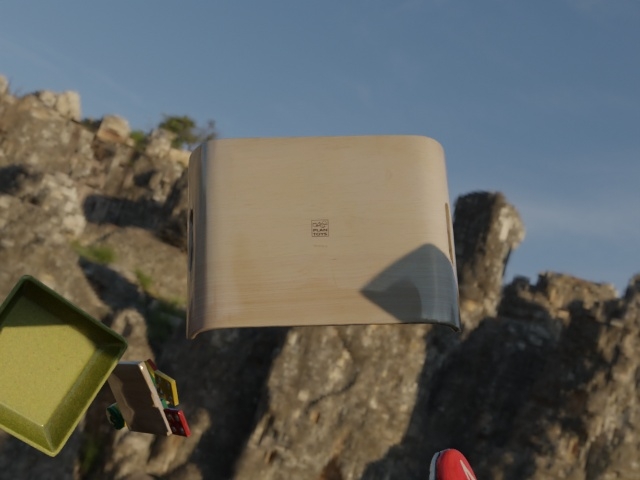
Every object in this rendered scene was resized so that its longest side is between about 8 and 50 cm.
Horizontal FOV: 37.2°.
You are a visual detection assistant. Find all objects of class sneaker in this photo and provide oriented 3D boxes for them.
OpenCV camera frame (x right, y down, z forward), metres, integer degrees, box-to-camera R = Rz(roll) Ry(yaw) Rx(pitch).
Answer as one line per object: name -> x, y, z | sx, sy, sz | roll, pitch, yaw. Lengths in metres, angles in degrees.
sneaker -> 0.263, 0.438, 1.464 | 0.107, 0.279, 0.118 | 12, -46, -42

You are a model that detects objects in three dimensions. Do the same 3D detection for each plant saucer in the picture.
plant saucer -> -0.388, 0.167, 1.294 | 0.188, 0.188, 0.045 | 41, -17, -33

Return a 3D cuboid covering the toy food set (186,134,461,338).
toy food set -> 0.000, 0.000, 1.074 | 0.306, 0.219, 0.092 | -1, -19, -1

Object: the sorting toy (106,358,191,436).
sorting toy -> -0.293, 0.257, 1.603 | 0.046, 0.132, 0.274 | -29, 13, -38
